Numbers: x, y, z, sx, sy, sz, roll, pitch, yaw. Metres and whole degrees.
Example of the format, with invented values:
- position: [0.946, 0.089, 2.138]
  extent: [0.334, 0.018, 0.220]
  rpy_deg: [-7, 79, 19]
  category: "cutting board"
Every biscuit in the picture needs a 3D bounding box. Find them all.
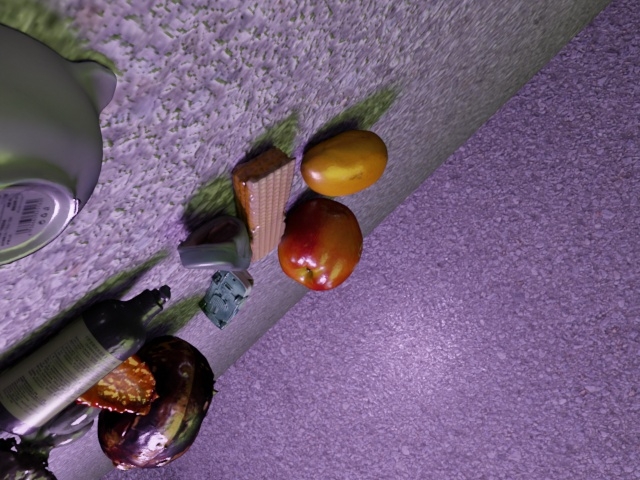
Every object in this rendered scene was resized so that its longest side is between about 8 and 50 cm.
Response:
- position: [-0.112, -0.050, 0.769]
  extent: [0.094, 0.054, 0.378]
  rpy_deg: [-37, 168, -19]
  category: "biscuit"

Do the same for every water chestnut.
- position: [-0.399, 0.359, 0.914]
  extent: [0.300, 0.300, 0.300]
  rpy_deg: [-40, 169, -10]
  category: "water chestnut"

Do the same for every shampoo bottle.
- position: [-0.357, 0.165, 0.628]
  extent: [0.284, 0.101, 0.101]
  rpy_deg: [-39, 169, -16]
  category: "shampoo bottle"

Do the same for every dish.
- position: [-0.239, -0.036, 0.296]
  extent: [0.236, 0.086, 0.228]
  rpy_deg: [-42, 169, 1]
  category: "dish"

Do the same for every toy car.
- position: [-0.229, 0.138, 0.999]
  extent: [0.076, 0.090, 0.224]
  rpy_deg: [-40, 171, -45]
  category: "toy car"

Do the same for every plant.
- position: [-0.527, 0.372, 0.734]
  extent: [0.274, 0.147, 0.149]
  rpy_deg: [-52, 144, -26]
  category: "plant"

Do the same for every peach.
- position: [0.000, 0.000, 0.997]
  extent: [0.243, 0.200, 0.243]
  rpy_deg: [-24, 116, -61]
  category: "peach"

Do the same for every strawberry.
- position: [-0.390, 0.260, 0.741]
  extent: [0.082, 0.188, 0.121]
  rpy_deg: [-5, -138, 27]
  category: "strawberry"

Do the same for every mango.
- position: [0.044, -0.153, 0.798]
  extent: [0.219, 0.112, 0.144]
  rpy_deg: [-15, 154, -42]
  category: "mango"

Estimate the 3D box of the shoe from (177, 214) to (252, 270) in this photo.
- position: [-0.175, 0.004, 0.699]
  extent: [0.251, 0.103, 0.100]
  rpy_deg: [167, -72, -86]
  category: "shoe"
